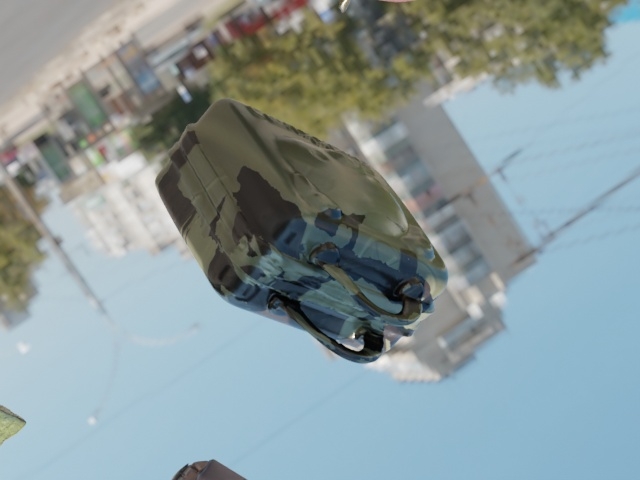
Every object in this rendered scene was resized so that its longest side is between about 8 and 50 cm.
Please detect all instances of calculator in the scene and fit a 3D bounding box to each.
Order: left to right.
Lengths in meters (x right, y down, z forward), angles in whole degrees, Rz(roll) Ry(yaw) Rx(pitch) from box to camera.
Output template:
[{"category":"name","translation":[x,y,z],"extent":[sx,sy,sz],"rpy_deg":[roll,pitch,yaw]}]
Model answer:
[{"category":"calculator","translation":[-0.092,0.311,1.769],"extent":[0.032,0.175,0.100],"rpy_deg":[-63,172,32]}]

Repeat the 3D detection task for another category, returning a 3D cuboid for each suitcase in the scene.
[{"category":"suitcase","translation":[0.000,0.000,1.920],"extent":[0.194,0.352,0.339],"rpy_deg":[-49,-133,19]}]

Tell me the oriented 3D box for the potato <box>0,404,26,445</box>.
[{"category":"potato","translation":[-0.536,0.282,2.317],"extent":[0.081,0.149,0.120],"rpy_deg":[21,-98,51]}]

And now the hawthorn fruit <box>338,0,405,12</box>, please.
[{"category":"hawthorn fruit","translation":[0.089,-0.452,2.119],"extent":[0.285,0.285,0.369],"rpy_deg":[-41,159,-44]}]
